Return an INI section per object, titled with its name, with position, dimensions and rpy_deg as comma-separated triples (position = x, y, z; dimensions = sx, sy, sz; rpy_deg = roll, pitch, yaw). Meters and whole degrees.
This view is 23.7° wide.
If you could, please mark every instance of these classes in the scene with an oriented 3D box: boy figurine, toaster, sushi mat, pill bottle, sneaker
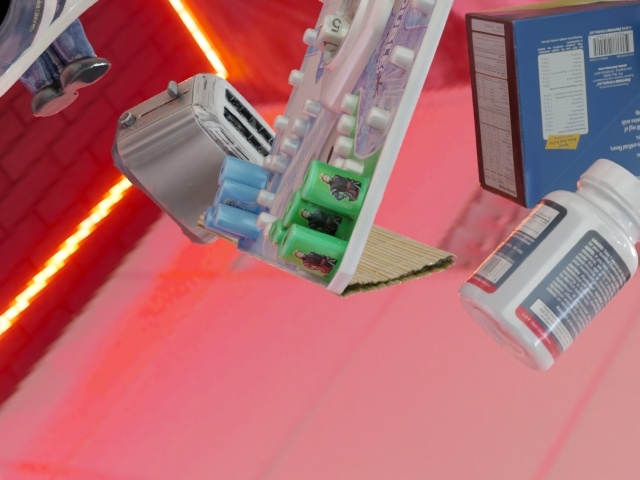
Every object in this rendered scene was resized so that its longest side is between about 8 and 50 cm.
[boy figurine]
position = -0.356, -0.288, 1.749
dimensions = 0.177, 0.285, 0.092
rpy_deg = -35, 177, 18
[toaster]
position = -0.139, -0.099, 1.890
dimensions = 0.146, 0.227, 0.129
rpy_deg = -30, -149, 23
[sushi mat]
position = 0.000, 0.000, 1.723
dimensions = 0.151, 0.019, 0.316
rpy_deg = -14, -158, -31
[pill bottle]
position = 0.220, 0.019, 1.364
dimensions = 0.180, 0.108, 0.108
rpy_deg = -46, -150, -7
[sneaker]
position = -0.281, -0.285, 1.473
dimensions = 0.131, 0.148, 0.350
rpy_deg = 32, -100, 17

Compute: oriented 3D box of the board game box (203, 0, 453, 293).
[board game box]
position = 0.020, -0.168, 1.141
dimensions = 0.390, 0.050, 0.390
rpy_deg = -163, -86, -77

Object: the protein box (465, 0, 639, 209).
[protein box]
position = 0.280, -0.155, 1.651
dimensions = 0.199, 0.201, 0.136
rpy_deg = -10, -165, -14
